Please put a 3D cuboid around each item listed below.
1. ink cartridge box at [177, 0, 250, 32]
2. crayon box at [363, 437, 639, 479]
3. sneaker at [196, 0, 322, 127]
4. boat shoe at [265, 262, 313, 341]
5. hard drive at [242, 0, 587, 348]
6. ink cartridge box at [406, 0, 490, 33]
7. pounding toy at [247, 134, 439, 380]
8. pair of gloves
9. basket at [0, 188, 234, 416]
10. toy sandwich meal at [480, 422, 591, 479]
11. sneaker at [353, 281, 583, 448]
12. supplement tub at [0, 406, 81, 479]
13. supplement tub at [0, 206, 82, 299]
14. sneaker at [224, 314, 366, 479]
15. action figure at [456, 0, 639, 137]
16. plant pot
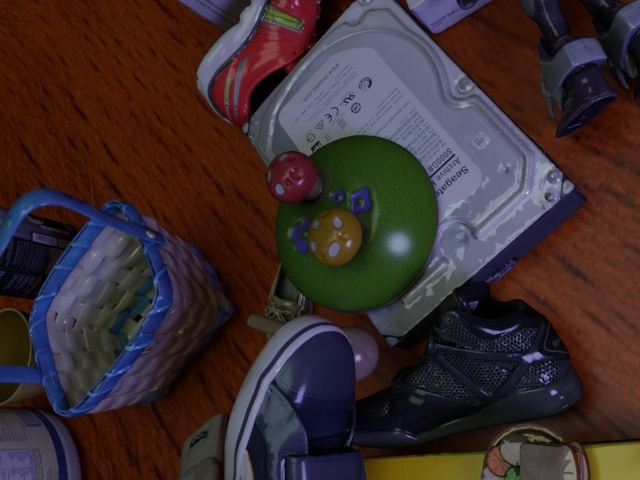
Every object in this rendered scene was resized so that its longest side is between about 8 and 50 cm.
[{"bbox_3d":[-0.096,-0.465,0.920,0.306,0.131,0.226,-43,58,20],"label":"ink cartridge box"},{"bbox_3d":[0.156,0.355,0.560,0.313,0.106,0.362,-15,69,32],"label":"crayon box"},{"bbox_3d":[-0.031,-0.255,0.862,0.118,0.107,0.279,44,108,14],"label":"sneaker"},{"bbox_3d":[-0.034,0.054,0.799,0.056,0.048,0.153,20,90,36],"label":"boat shoe"},{"bbox_3d":[0.076,-0.087,0.746,0.237,0.064,0.339,-44,61,18],"label":"hard drive"},{"bbox_3d":[0.135,-0.324,0.768,0.109,0.063,0.150,-28,64,26],"label":"ink cartridge box"},{"bbox_3d":[0.000,0.000,0.672,0.183,0.110,0.236,19,91,35],"label":"pounding toy"},{"bbox_3d":[-0.184,0.329,0.781,0.240,0.042,0.204,-44,18,13],"label":"pair of gloves"},{"bbox_3d":[-0.272,0.079,0.807,0.255,0.289,0.201,-47,57,15],"label":"basket"},{"bbox_3d":[0.158,0.177,0.524,0.086,0.029,0.085,-12,68,32],"label":"toy sandwich meal"},{"bbox_3d":[0.107,0.113,0.643,0.228,0.087,0.130,-22,94,26],"label":"sneaker"},{"bbox_3d":[-0.501,0.329,0.880,0.235,0.325,0.235,-9,74,33],"label":"supplement tub"},{"bbox_3d":[-0.398,0.024,0.968,0.117,0.190,0.117,-9,74,32],"label":"supplement tub"},{"bbox_3d":[-0.015,0.229,0.576,0.127,0.126,0.321,22,99,42],"label":"sneaker"},{"bbox_3d":[0.210,-0.250,0.650,0.185,0.099,0.285,-22,76,-1],"label":"action figure"},{"bbox_3d":[-0.416,0.170,1.002,0.134,0.095,0.134,-9,73,32],"label":"plant pot"}]
